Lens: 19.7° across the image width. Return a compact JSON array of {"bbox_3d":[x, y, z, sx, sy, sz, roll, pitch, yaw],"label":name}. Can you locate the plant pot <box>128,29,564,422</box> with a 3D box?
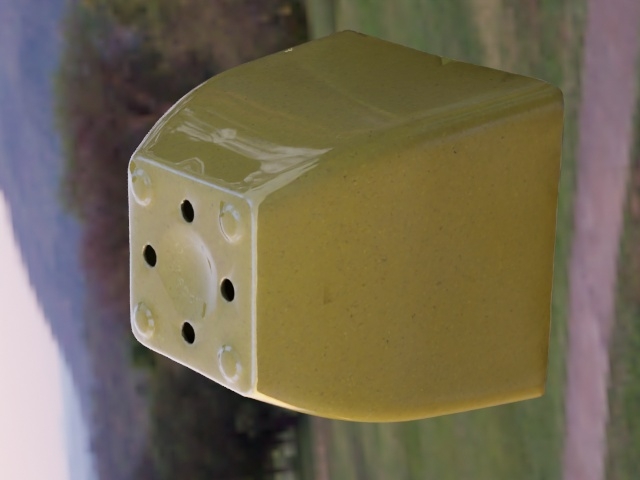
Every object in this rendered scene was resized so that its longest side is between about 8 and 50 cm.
[{"bbox_3d":[0.000,0.000,0.446,0.081,0.083,0.081,21,117,45],"label":"plant pot"}]
